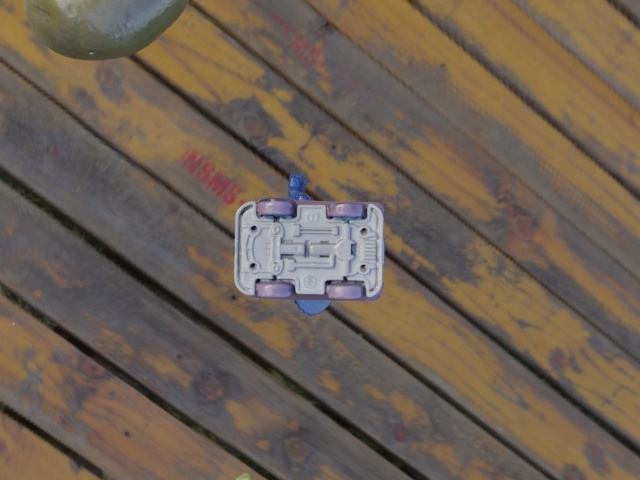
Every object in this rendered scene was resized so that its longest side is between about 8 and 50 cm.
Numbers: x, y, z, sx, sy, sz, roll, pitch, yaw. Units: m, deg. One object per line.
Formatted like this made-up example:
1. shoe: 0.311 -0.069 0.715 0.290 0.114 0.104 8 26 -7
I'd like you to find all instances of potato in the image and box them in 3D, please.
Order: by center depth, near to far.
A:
1. potato: -0.266 -0.328 1.263 0.235 0.160 0.178 -37 107 -1

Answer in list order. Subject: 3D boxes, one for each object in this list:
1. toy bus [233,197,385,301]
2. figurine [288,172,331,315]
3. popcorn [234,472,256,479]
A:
1. toy bus: -0.014 0.014 1.345 0.202 0.142 0.142 1 90 4
2. figurine: 0.001 0.009 1.708 0.121 0.262 0.164 -3 131 2
3. popcorn: -0.094 0.380 1.040 0.293 0.237 0.293 -28 124 -51
